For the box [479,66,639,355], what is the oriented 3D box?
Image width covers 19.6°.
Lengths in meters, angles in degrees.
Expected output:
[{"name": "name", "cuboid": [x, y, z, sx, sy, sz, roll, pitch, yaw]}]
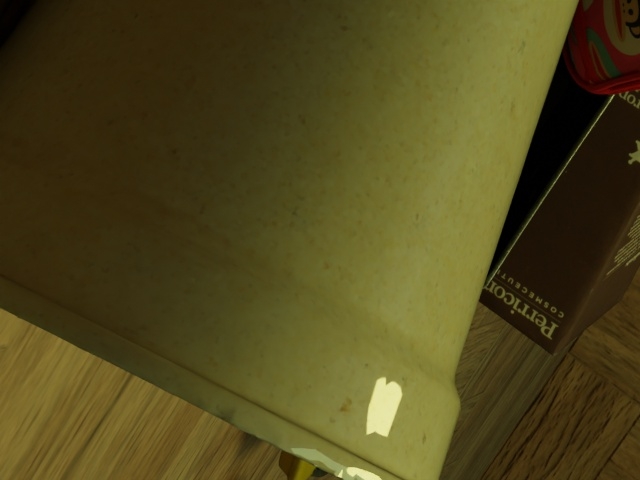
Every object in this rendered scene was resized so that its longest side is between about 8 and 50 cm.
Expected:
[{"name": "box", "cuboid": [0.224, -0.112, 1.559, 0.143, 0.191, 0.381, -34, 153, -47]}]

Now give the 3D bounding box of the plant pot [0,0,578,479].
[{"name": "plant pot", "cuboid": [-0.023, -0.068, 0.925, 0.305, 0.334, 0.334, -64, 165, -6]}]

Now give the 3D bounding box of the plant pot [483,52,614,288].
[{"name": "plant pot", "cuboid": [0.105, -0.098, 1.419, 0.188, 0.187, 0.167, -58, 174, 13]}]

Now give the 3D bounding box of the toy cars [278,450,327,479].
[{"name": "toy cars", "cuboid": [-0.049, 0.234, 1.845, 0.394, 0.087, 0.176, -51, 159, 3]}]

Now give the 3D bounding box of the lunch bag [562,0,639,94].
[{"name": "lunch bag", "cuboid": [0.226, -0.246, 1.220, 0.120, 0.293, 0.258, -7, -179, -18]}]
